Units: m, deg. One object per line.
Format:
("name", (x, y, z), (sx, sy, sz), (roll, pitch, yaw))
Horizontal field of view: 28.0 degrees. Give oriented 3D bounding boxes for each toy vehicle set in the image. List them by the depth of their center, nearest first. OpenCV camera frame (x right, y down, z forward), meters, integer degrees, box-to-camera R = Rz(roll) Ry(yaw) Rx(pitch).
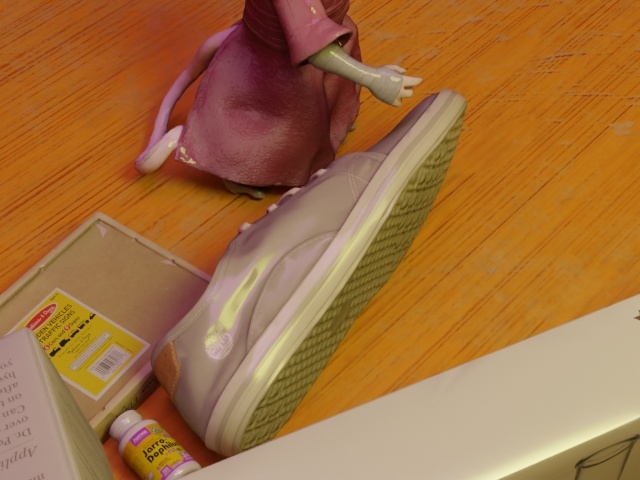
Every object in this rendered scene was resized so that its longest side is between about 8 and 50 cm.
("toy vehicle set", (-0.226, 0.097, 1.164), (0.166, 0.035, 0.267), (29, 53, 21))

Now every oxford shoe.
("oxford shoe", (0.000, 0.000, 1.183), (0.130, 0.169, 0.449), (28, 58, 18))

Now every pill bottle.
("pill bottle", (-0.142, 0.182, 1.091), (0.043, 0.043, 0.083), (-35, 59, -29))

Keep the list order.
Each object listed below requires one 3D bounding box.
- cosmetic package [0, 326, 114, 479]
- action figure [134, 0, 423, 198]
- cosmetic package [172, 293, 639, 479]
("cosmetic package", (-0.217, 0.294, 0.838), (0.230, 0.161, 0.453), (-25, 44, -5))
("action figure", (-0.030, -0.232, 1.242), (0.276, 0.370, 0.248), (9, 50, 2))
("cosmetic package", (0.076, 0.209, 0.922), (0.377, 0.284, 0.097), (-20, 53, -19))
